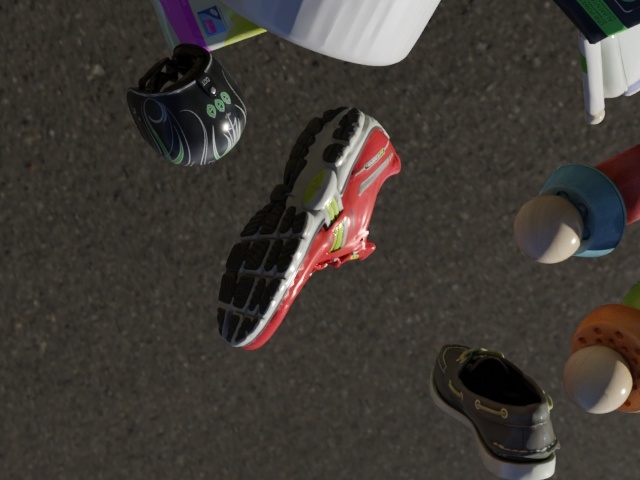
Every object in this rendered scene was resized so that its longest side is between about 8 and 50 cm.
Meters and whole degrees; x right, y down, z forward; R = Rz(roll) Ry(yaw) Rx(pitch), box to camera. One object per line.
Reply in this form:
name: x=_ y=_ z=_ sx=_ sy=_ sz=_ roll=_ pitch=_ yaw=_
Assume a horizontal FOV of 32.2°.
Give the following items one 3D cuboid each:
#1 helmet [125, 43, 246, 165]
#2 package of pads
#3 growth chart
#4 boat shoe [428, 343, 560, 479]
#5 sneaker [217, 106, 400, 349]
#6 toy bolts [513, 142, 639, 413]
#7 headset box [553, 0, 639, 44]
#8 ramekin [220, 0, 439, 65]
helmet: x=-0.190 y=-0.188 z=1.627 sx=0.169 sy=0.169 sz=0.161 roll=-26 pitch=129 yaw=-4
package of pads: x=-0.135 y=-0.430 z=1.720 sx=0.297 sy=0.101 sz=0.229 roll=-14 pitch=104 yaw=26
growth chart: x=0.275 y=-0.176 z=0.800 sx=0.237 sy=0.021 sz=0.172 roll=-37 pitch=153 yaw=-7
boat shoe: x=0.209 y=0.184 z=1.354 sx=0.109 sy=0.305 sz=0.091 roll=-3 pitch=107 yaw=-10
sneaker: x=0.000 y=0.000 z=1.134 sx=0.118 sy=0.107 sz=0.279 roll=39 pitch=77 yaw=-34
toy bolts: x=0.276 y=0.027 z=0.963 sx=0.158 sy=0.228 sz=0.218 roll=-24 pitch=172 yaw=-39
headset box: x=0.168 y=-0.258 z=0.538 sx=0.246 sy=0.283 sz=0.131 roll=42 pitch=60 yaw=-20
ramekin: x=0.003 y=-0.296 z=1.156 sx=0.277 sy=0.277 sz=0.135 roll=9 pitch=119 yaw=-34
